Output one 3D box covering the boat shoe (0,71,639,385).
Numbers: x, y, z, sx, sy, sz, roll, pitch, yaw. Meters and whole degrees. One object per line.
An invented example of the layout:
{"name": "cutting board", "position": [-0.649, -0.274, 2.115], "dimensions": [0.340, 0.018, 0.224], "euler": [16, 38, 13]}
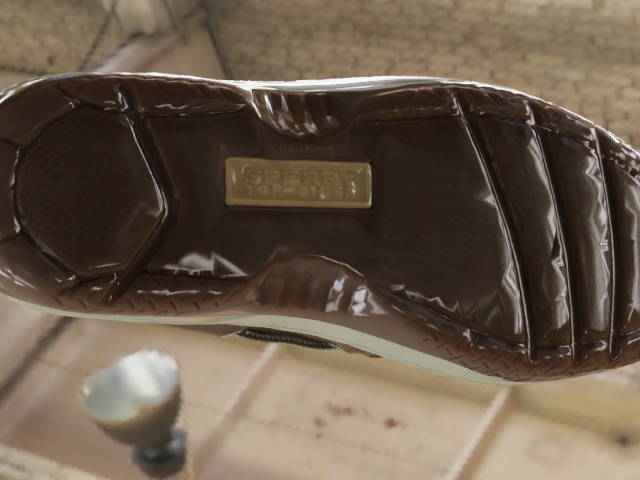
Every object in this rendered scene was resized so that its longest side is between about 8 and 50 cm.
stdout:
{"name": "boat shoe", "position": [0.001, -0.008, 0.522], "dimensions": [0.257, 0.095, 0.095], "euler": [11, 172, -28]}
